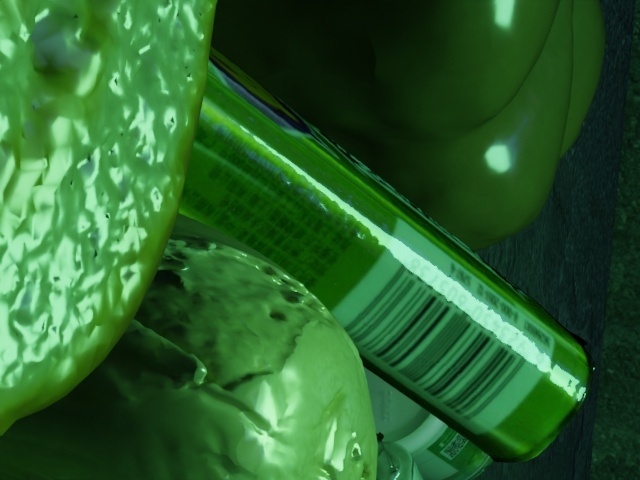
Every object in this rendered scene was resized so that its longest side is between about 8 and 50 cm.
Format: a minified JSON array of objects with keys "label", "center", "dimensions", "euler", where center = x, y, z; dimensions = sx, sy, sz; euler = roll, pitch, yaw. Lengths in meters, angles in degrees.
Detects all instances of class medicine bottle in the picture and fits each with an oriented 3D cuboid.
[{"label":"medicine bottle","center":[0.080,0.141,1.564],"dimensions":[0.274,0.133,0.133],"euler":[40,57,-68]}]

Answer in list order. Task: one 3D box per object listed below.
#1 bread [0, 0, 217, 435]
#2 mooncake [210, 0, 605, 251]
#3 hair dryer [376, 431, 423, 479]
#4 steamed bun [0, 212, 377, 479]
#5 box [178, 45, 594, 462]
[{"label":"bread","center":[-0.162,-0.132,0.540],"dimensions":[0.264,0.239,0.395],"euler":[41,52,-64]},{"label":"mooncake","center":[0.057,-0.217,1.188],"dimensions":[0.467,0.262,0.467],"euler":[7,90,-75]},{"label":"hair dryer","center":[0.054,0.210,1.424],"dimensions":[0.357,0.173,0.108],"euler":[67,31,-58]},{"label":"steamed bun","center":[-0.079,0.074,0.884],"dimensions":[0.273,0.232,0.166],"euler":[65,40,-60]},{"label":"box","center":[0.000,0.000,1.015],"dimensions":[0.345,0.134,0.097],"euler":[36,97,-32]}]
